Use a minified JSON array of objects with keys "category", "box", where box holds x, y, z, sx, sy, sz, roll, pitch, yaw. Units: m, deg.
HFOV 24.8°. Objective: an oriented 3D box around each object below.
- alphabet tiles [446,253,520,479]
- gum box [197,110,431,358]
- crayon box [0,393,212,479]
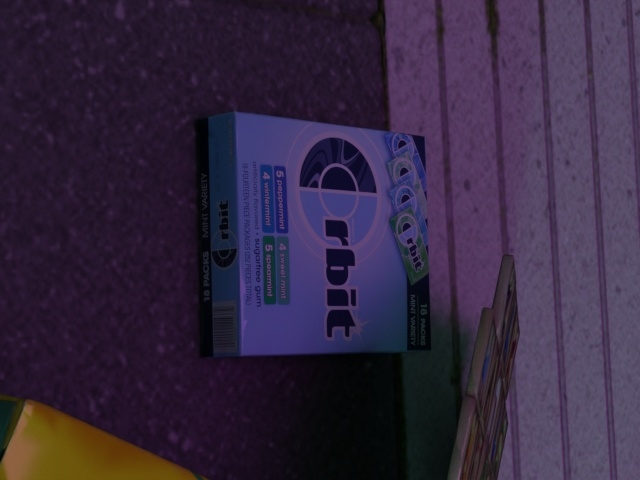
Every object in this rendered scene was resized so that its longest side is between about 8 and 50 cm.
[{"category":"alphabet tiles","box":[0.097,0.195,0.971,0.285,0.011,0.343,69,33,-67]},{"category":"gum box","box":[0.000,0.000,0.986,0.184,0.041,0.157,4,83,-45]},{"category":"crayon box","box":[-0.124,0.301,0.767,0.313,0.106,0.363,33,70,-39]}]
